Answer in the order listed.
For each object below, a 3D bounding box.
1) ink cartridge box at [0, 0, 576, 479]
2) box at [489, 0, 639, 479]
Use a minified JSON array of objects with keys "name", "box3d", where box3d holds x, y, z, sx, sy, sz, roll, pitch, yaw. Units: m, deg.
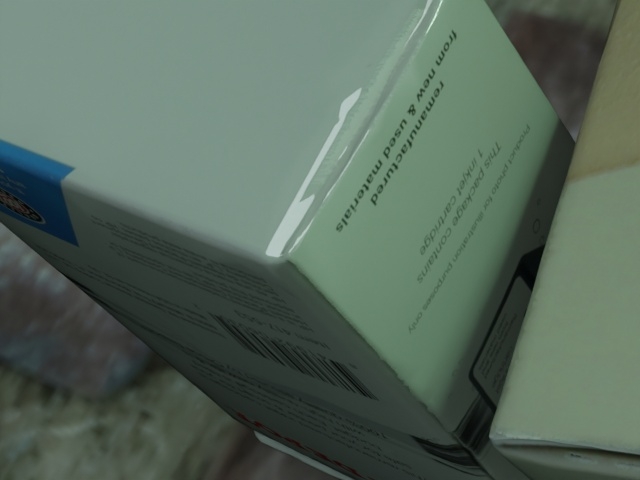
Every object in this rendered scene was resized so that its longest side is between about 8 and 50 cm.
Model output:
[{"name":"ink cartridge box","box3d":[0.000,0.000,0.499,0.139,0.191,0.082,21,74,37]},{"name":"box","box3d":[0.159,-0.061,0.470,0.121,0.148,0.311,6,66,34]}]
